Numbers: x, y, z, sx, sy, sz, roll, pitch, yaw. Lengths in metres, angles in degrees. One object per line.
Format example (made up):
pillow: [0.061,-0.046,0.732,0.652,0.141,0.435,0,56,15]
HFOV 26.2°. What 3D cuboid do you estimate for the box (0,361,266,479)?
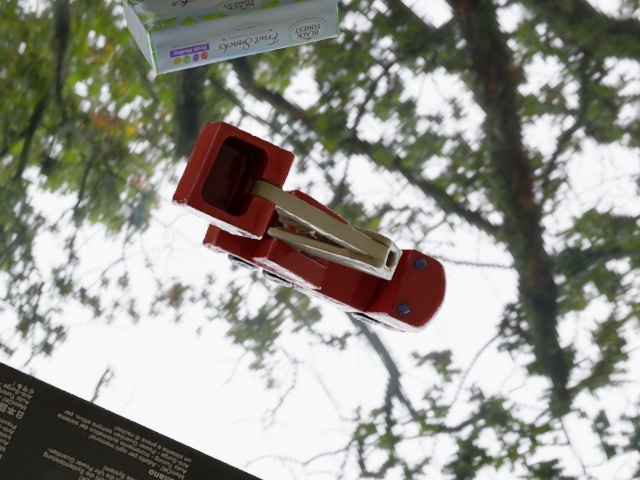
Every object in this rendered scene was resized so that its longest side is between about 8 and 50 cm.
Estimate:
box: [-0.121,0.162,0.692,0.395,0.318,0.097,25,-116,-5]

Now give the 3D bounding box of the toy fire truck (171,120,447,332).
toy fire truck: [0.000,0.000,0.752,0.192,0.135,0.047,25,-100,-21]

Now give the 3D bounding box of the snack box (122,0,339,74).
snack box: [-0.069,-0.170,1.026,0.141,0.037,0.100,-14,-147,-14]
